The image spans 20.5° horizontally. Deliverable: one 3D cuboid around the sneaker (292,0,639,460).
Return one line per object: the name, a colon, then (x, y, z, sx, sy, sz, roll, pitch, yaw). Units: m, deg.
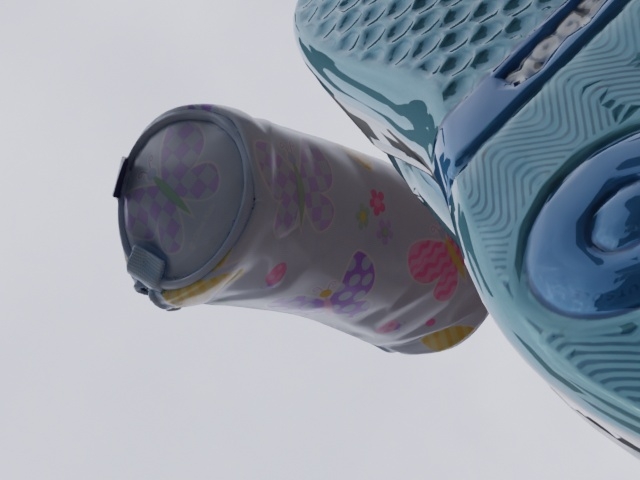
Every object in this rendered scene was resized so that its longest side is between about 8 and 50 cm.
sneaker: (0.121, 0.013, 0.469, 0.127, 0.319, 0.208, -40, -61, 6)

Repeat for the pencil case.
pencil case: (0.000, 0.000, 1.101, 0.273, 0.113, 0.124, 14, -93, -49)
